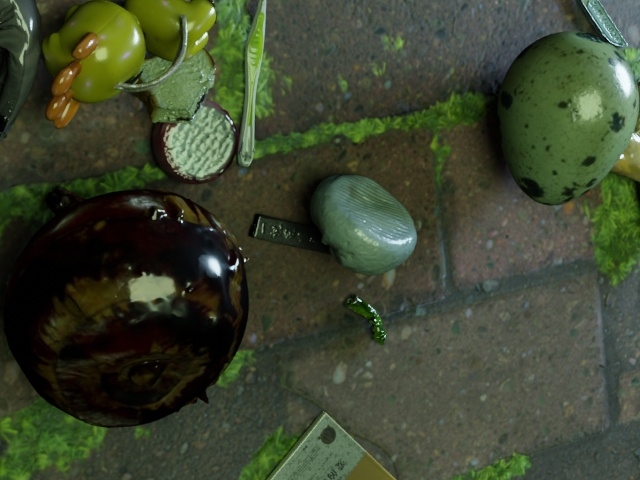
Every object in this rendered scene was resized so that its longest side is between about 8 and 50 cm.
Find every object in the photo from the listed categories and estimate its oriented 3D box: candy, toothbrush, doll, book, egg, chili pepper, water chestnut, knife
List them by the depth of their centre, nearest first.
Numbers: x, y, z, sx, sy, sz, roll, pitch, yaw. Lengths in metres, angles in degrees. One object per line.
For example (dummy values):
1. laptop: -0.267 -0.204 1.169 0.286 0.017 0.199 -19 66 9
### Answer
1. doll: -0.223 -0.206 1.761 0.135 0.143 0.221 40 52 5
2. water chestnut: -0.219 0.050 1.782 0.300 0.300 0.300 -5 101 -27
3. candy: -0.146 -0.116 1.887 0.103 0.043 0.103 -5 101 -27
4. toothbrush: -0.077 -0.217 1.916 0.022 0.026 0.263 3 97 -22
5. chili pepper: 0.062 0.099 2.049 0.083 0.022 0.027 52 41 -24
6. egg: 0.309 -0.153 2.051 0.177 0.177 0.228 1 115 -28
7. book: 0.021 0.314 2.067 0.118 0.012 0.172 -50 117 -11
8. knife: 0.345 -0.327 2.128 0.028 0.015 0.210 -49 117 -19

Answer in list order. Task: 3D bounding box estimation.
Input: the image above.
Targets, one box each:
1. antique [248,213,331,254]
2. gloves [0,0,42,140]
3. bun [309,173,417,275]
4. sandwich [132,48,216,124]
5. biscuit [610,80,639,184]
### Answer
1. antique: 0.000 0.000 2.000 0.192 0.015 0.031 12 92 -29
2. gloves: -0.354 -0.246 1.710 0.119 0.142 0.285 2 99 0
3. bun: 0.045 -0.016 1.968 0.141 0.141 0.083 18 129 -29
4. sandwich: -0.161 -0.178 1.847 0.105 0.036 0.093 -27 65 -26
5. biscuit: 0.460 -0.106 2.208 0.164 0.047 0.208 -48 116 -12
